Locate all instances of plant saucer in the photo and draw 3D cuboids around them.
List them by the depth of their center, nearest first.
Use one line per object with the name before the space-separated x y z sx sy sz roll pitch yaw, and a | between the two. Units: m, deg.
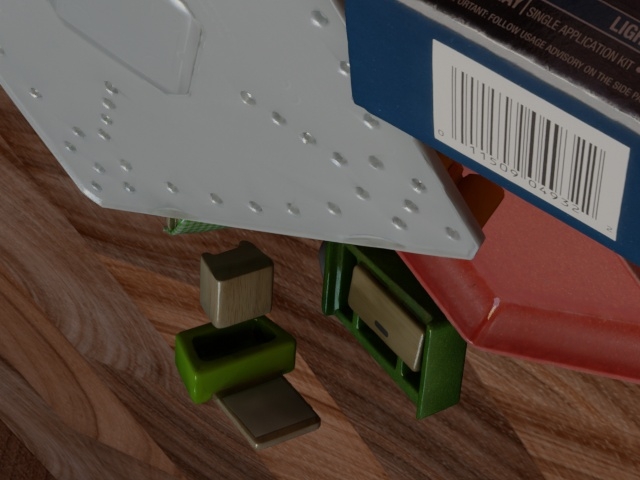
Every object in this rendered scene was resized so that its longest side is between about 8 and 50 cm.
plant saucer | 0.125 -0.014 1.258 0.259 0.047 0.258 7 141 56

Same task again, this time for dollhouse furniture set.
dollhouse furniture set | 0.000 0.000 1.451 0.151 0.198 0.301 46 144 42

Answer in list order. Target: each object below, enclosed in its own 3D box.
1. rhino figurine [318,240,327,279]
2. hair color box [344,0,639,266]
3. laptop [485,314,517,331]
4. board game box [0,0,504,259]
rhino figurine | 0.094 0.020 1.622 0.243 0.106 0.073 15 150 47
hair color box | 0.177 -0.164 0.764 0.174 0.347 0.105 31 158 18
laptop | 0.297 0.114 1.436 0.234 0.264 0.136 15 113 45
board game box | -0.111 -0.157 1.193 0.390 0.050 0.390 9 142 45
